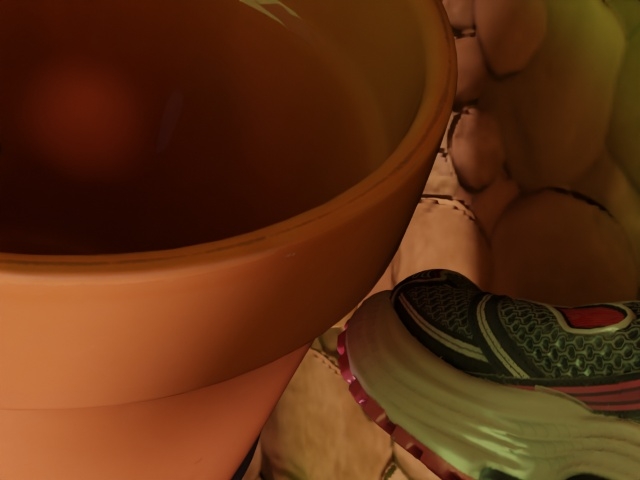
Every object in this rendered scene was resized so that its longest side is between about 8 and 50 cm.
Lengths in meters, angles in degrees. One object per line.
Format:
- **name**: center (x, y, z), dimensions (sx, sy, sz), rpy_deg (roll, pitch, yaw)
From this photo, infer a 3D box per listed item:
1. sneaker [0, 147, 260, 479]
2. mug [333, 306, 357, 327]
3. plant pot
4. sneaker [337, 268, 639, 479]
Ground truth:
- **sneaker**: center (-0.112, 0.025, 0.843), dimensions (0.153, 0.099, 0.282), rpy_deg (-42, 61, 52)
- **mug**: center (0.001, -0.001, 0.710), dimensions (0.078, 0.062, 0.064), rpy_deg (41, 116, 43)
- **plant pot**: center (-0.112, -0.010, 0.603), dimensions (0.291, 0.290, 0.203), rpy_deg (55, 145, 40)
- **sneaker**: center (0.106, 0.060, 0.517), dimensions (0.112, 0.121, 0.299), rpy_deg (-52, 25, -5)
